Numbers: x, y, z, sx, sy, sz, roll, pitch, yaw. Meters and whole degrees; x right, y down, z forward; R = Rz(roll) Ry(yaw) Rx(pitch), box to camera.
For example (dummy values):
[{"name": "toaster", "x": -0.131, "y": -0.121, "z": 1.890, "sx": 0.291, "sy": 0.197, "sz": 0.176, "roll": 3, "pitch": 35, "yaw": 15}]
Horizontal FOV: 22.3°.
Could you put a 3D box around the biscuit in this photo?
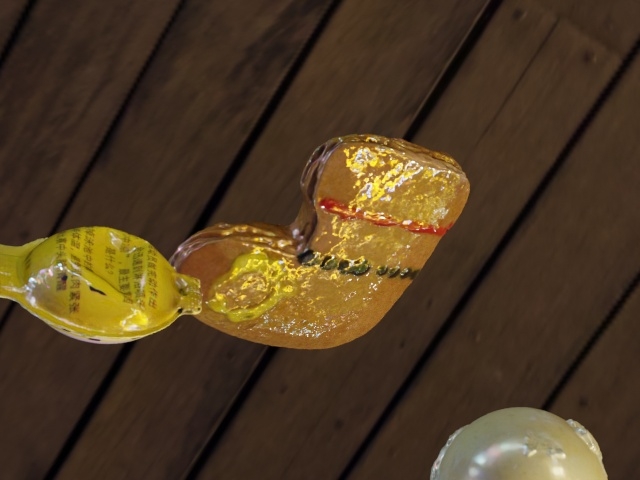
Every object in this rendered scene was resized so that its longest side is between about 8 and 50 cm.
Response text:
[{"name": "biscuit", "x": 0.001, "y": 0.001, "z": 1.671, "sx": 0.262, "sy": 0.052, "sz": 0.277, "roll": 20, "pitch": 118, "yaw": -38}]

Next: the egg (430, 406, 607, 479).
[{"name": "egg", "x": 0.177, "y": 0.228, "z": 1.447, "sx": 0.164, "sy": 0.201, "sz": 0.164, "roll": -3, "pitch": 68, "yaw": 7}]

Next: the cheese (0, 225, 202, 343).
[{"name": "cheese", "x": -0.222, "y": 0.030, "z": 1.339, "sx": 0.250, "sy": 0.156, "sz": 0.064, "roll": 10, "pitch": 120, "yaw": -13}]
